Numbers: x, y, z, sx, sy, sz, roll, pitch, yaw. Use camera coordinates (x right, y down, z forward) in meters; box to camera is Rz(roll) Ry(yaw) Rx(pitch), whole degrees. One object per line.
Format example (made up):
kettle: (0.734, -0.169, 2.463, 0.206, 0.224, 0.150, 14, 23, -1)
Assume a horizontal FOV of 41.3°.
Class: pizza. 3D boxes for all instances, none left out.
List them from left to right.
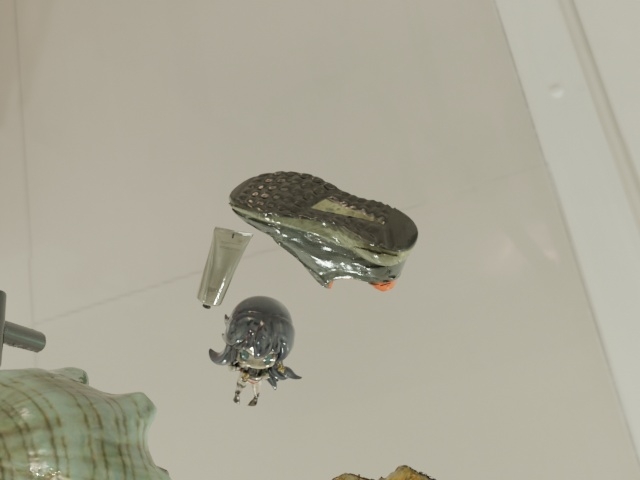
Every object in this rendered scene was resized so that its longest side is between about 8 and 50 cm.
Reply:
pizza: (0.112, 0.549, 1.761, 0.305, 0.086, 0.161, -4, 128, -5)

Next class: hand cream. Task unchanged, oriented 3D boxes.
hand cream: (-0.208, 0.060, 1.752, 0.087, 0.054, 0.186, 11, 112, -30)

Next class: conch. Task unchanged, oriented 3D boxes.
conch: (-0.211, 0.185, 0.700, 0.169, 0.203, 0.386, -28, 134, -5)

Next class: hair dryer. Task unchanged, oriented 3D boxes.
hair dryer: (-0.728, 0.258, 1.952, 0.116, 0.245, 0.302, -8, 162, 17)

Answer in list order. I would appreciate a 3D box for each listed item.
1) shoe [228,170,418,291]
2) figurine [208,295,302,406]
shoe: (0.000, 0.000, 1.464, 0.336, 0.132, 0.171, 19, 134, 17)
figurine: (-0.152, 0.249, 1.983, 0.175, 0.197, 0.265, -1, 145, -32)
